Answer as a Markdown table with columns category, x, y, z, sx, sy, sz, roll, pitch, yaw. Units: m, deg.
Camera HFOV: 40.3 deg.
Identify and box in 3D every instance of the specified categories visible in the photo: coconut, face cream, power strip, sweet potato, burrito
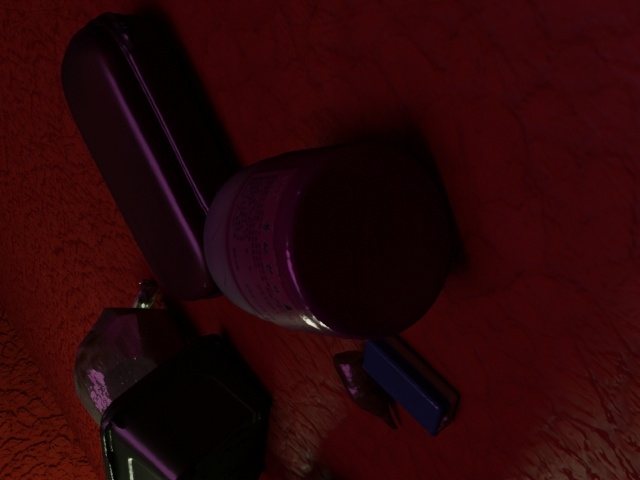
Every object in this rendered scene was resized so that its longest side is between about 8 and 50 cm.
| category | x | y | z | sx | sy | sz | roll | pitch | yaw |
| --- | --- | --- | --- | --- | --- | --- | --- | --- | --- |
| coconut | -0.338 | 0.219 | 1.573 | 0.236 | 0.205 | 0.235 | 19 | 116 | 45 |
| face cream | 0.000 | 0.000 | 0.823 | 0.195 | 0.175 | 0.175 | 0 | 113 | 59 |
| power strip | 0.097 | 0.153 | 0.945 | 0.123 | 0.032 | 0.056 | 42 | 147 | 34 |
| sweet potato | 0.060 | 0.177 | 1.028 | 0.117 | 0.049 | 0.049 | 58 | 155 | -13 |
| burrito | -0.344 | 0.123 | 1.694 | 0.185 | 0.041 | 0.045 | 130 | 152 | -62 |

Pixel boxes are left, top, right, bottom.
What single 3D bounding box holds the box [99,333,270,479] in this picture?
| category | x | y | z | sx | sy | sz | roll | pitch | yaw |
| --- | --- | --- | --- | --- | --- | --- | --- | --- | --- |
| box | -0.214 | 0.342 | 1.442 | 0.178 | 0.253 | 0.328 | 38 | 146 | 25 |

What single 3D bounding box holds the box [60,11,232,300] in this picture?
| category | x | y | z | sx | sy | sz | roll | pitch | yaw |
| --- | --- | --- | --- | --- | --- | --- | --- | --- | --- |
| box | -0.221 | -0.107 | 1.189 | 0.403 | 0.108 | 0.263 | 64 | 153 | -3 |
